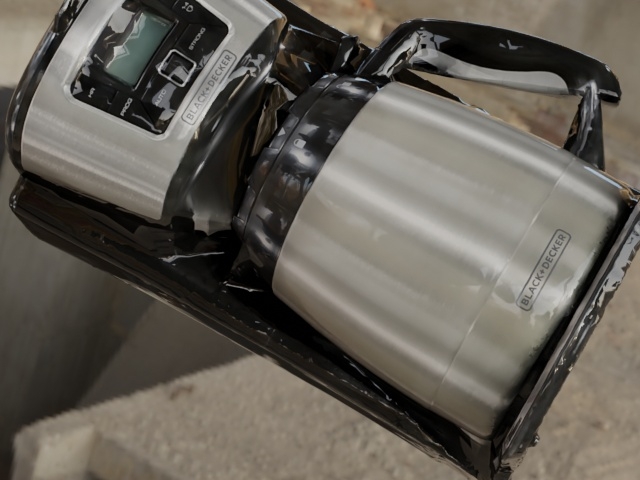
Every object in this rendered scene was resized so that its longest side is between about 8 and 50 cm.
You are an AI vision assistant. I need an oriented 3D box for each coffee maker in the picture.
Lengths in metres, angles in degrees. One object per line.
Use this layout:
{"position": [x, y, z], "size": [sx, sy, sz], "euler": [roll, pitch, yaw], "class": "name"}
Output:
{"position": [0.000, 0.000, 0.452], "size": [0.178, 0.171, 0.120], "euler": [30, 55, 10], "class": "coffee maker"}
